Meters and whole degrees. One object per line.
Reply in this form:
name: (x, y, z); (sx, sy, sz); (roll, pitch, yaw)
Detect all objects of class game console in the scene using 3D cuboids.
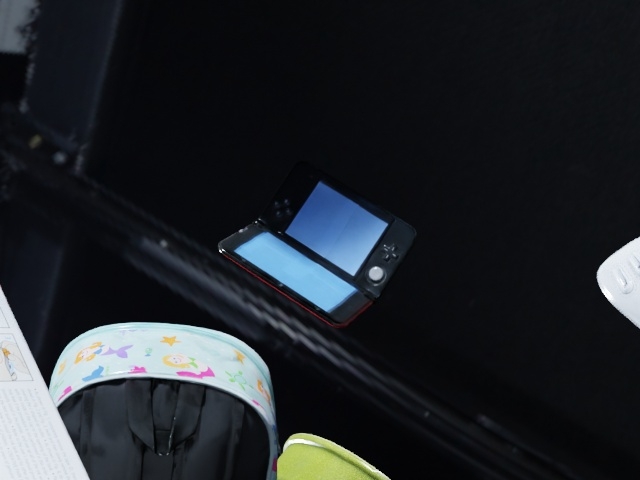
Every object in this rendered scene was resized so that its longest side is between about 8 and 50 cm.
game console: (0.000, 0.000, 1.159); (0.144, 0.085, 0.124); (33, -94, 12)

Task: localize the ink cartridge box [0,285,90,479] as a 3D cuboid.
ink cartridge box: (-0.236, 0.218, 0.705); (0.309, 0.130, 0.271); (55, -53, 37)

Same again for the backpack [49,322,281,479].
backpack: (-0.145, 0.194, 1.104); (0.225, 0.191, 0.253); (4, -60, -5)

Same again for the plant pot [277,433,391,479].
plant pot: (-0.025, 0.508, 1.611); (0.366, 0.353, 0.366); (37, -25, 20)

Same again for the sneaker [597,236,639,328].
sneaker: (0.311, -0.050, 0.952); (0.210, 0.137, 0.365); (-30, -116, 38)
